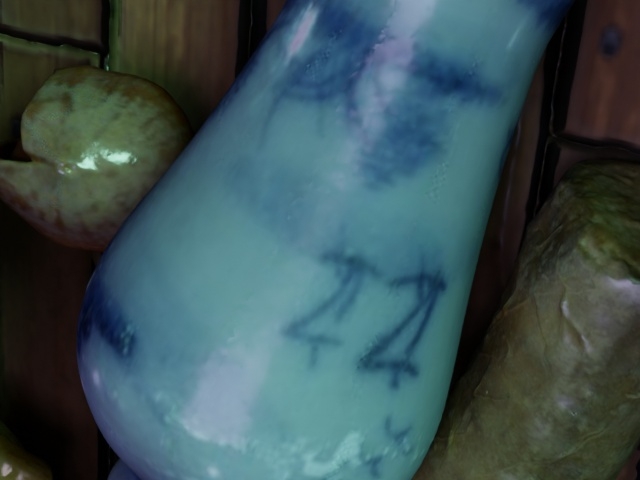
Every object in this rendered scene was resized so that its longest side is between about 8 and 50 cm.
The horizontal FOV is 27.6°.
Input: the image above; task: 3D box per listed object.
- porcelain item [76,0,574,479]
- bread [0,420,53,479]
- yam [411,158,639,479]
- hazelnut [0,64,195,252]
[{"bbox_3d":[0.000,0.000,0.457,0.141,0.141,0.259,30,109,9],"label":"porcelain item"},{"bbox_3d":[-0.184,0.154,0.659,0.187,0.065,0.149,-29,87,35],"label":"bread"},{"bbox_3d":[0.055,0.130,0.528,0.081,0.081,0.357,28,121,11],"label":"yam"},{"bbox_3d":[-0.091,-0.032,0.519,0.086,0.086,0.086,9,116,20],"label":"hazelnut"}]
